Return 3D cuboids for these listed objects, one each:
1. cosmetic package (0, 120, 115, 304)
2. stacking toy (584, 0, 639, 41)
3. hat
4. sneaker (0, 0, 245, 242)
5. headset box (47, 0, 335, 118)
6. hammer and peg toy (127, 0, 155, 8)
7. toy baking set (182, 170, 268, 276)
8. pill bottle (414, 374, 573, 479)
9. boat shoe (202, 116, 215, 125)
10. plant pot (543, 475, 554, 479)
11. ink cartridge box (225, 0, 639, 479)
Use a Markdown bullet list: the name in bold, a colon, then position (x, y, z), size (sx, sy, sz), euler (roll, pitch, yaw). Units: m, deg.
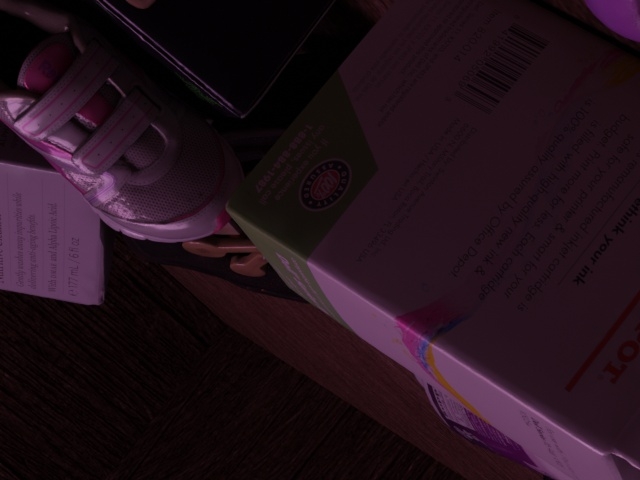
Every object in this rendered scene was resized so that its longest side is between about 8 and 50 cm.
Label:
- **cosmetic package**: position (-0.355, -0.089, 1.631), size (0.384, 0.156, 0.217), euler (8, 148, -1)
- **stacking toy**: position (0.062, -0.191, 0.720), size (0.330, 0.141, 0.141), euler (41, 174, 29)
- **hat**: position (-0.007, -0.064, 1.560), size (0.331, 0.134, 0.331), euler (6, 157, 2)
- **sneaker**: position (-0.164, -0.089, 1.360), size (0.252, 0.103, 0.111), euler (34, 173, 13)
- **headset box**: position (-0.139, -0.209, 1.406), size (0.246, 0.131, 0.283), euler (40, 171, -18)
- **hammer and peg toy**: position (-0.116, -0.222, 0.906), size (0.266, 0.127, 0.361), euler (42, -170, -26)
- **toy baking set**: position (-0.001, -0.002, 1.501), size (0.256, 0.030, 0.197), euler (10, 164, 5)
- **pill bottle**: position (0.179, 0.097, 1.594), size (0.169, 0.169, 0.301), euler (40, 172, -17)
- **boat shoe**: position (-0.108, -0.074, 1.889), size (0.119, 0.121, 0.335), euler (44, -175, -20)
- **plant pot**: position (0.300, 0.205, 1.698), size (0.187, 0.188, 0.167), euler (29, 155, 49)
- **ink cartridge box**: position (0.149, 0.011, 1.106), size (0.353, 0.207, 0.119), euler (34, 168, 31)
